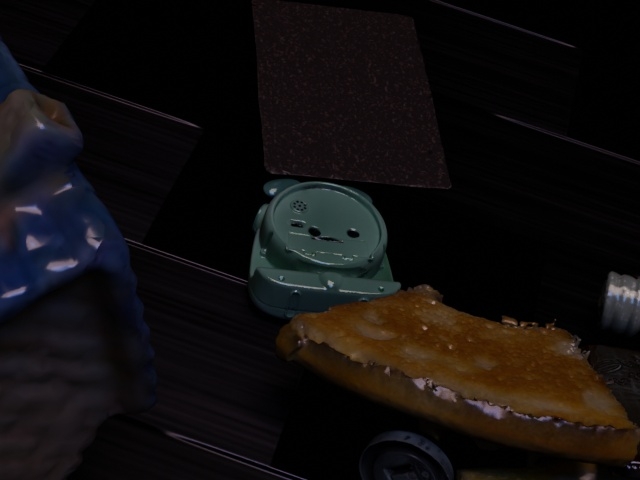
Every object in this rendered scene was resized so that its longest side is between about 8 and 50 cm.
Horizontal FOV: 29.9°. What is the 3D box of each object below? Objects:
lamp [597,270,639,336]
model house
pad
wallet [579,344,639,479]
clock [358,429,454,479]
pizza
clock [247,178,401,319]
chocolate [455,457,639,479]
[{"bbox_3d":[0.382,0.083,1.228,0.193,0.106,0.106,13,44,12],"label":"lamp"},{"bbox_3d":[-0.364,-0.013,0.793,0.445,0.400,0.395,11,37,-46],"label":"model house"},{"bbox_3d":[0.030,-0.184,1.448,0.220,0.004,0.330,5,46,-11],"label":"pad"},{"bbox_3d":[0.310,0.157,1.107,0.122,0.031,0.232,6,19,3],"label":"wallet"},{"bbox_3d":[0.074,0.200,1.032,0.085,0.085,0.017,25,38,9],"label":"clock"},{"bbox_3d":[0.129,0.123,1.082,0.323,0.089,0.223,16,19,16],"label":"pizza"},{"bbox_3d":[0.000,0.001,1.221,0.148,0.060,0.188,4,45,-11],"label":"clock"},{"bbox_3d":[0.226,0.223,1.064,0.219,0.086,0.086,3,46,-8],"label":"chocolate"}]
